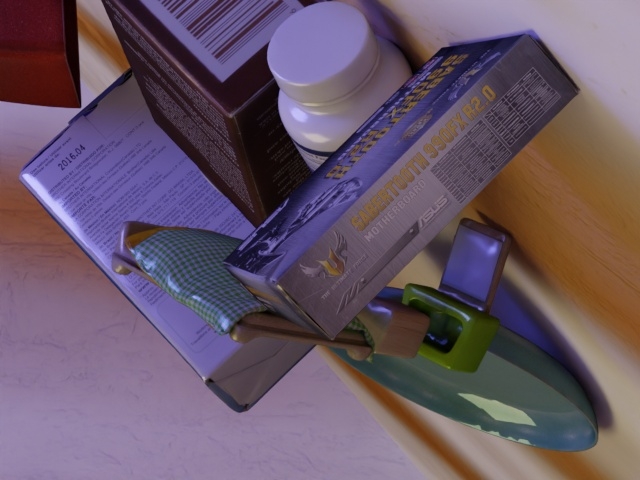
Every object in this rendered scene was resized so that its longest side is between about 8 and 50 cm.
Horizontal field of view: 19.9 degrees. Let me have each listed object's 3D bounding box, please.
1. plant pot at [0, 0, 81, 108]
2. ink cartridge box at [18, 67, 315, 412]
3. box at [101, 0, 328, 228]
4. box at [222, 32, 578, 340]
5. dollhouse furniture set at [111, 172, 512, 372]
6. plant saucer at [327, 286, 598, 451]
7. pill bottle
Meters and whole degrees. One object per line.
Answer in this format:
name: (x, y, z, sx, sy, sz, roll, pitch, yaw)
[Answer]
plant pot: (-0.385, -0.289, 1.932, 0.267, 0.235, 0.267, 115, 151, -82)
ink cartridge box: (-0.130, -0.051, 1.959, 0.395, 0.270, 0.151, 45, 174, 22)
box: (-0.075, -0.152, 1.687, 0.191, 0.143, 0.381, 46, 170, 14)
box: (0.047, -0.039, 1.227, 0.056, 0.231, 0.183, 47, 173, -11)
dollhouse furniture set: (0.000, 0.000, 1.545, 0.301, 0.151, 0.197, 11, -170, -43)
plant saucer: (0.138, 0.124, 1.837, 0.317, 0.044, 0.317, 23, 163, 8)
pill bottle: (0.030, -0.100, 1.458, 0.112, 0.112, 0.187, 42, 169, 40)
